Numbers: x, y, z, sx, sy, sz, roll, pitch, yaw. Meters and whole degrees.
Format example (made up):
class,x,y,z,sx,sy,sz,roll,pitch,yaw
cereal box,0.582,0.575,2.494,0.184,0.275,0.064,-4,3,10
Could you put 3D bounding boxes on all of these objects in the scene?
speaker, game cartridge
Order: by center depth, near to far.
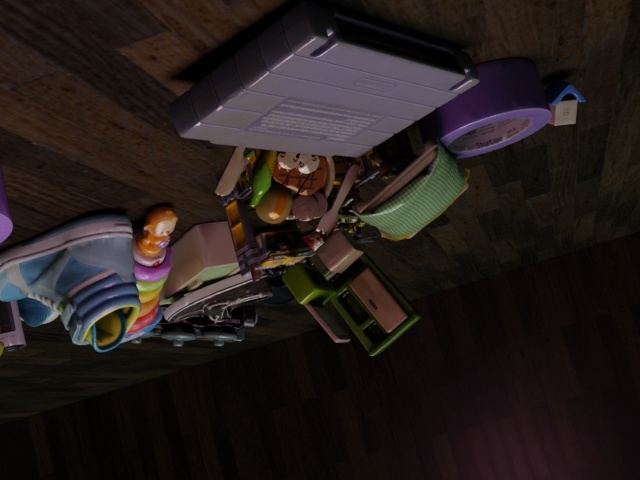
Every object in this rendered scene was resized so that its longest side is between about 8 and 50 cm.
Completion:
class,x,y,z,sx,sy,sz,roll,pitch,yaw
game cartridge,0.012,-0.182,1.197,0.230,0.068,0.355,-25,165,34
speaker,-0.562,0.128,1.744,0.055,0.136,0.055,-14,168,-3

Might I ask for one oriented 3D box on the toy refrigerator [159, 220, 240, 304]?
class,x,y,z,sx,sy,sz,roll,pitch,yaw
toy refrigerator,-0.237,0.050,1.902,0.102,0.094,0.269,-8,167,-33

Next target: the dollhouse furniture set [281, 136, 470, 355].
class,x,y,z,sx,sy,sz,roll,pitch,yaw
dollhouse furniture set,0.123,0.018,1.441,0.301,0.151,0.197,-42,163,11

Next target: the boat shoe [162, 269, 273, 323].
class,x,y,z,sx,sy,sz,roll,pitch,yaw
boat shoe,-0.199,0.121,1.900,0.219,0.070,0.078,-23,172,8

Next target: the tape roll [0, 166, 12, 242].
class,x,y,z,sx,sy,sz,roll,pitch,yaw
tape roll,-0.517,-0.032,1.179,0.274,0.090,0.275,-14,169,-3

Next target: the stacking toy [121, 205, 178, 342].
class,x,y,z,sx,sy,sz,roll,pitch,yaw
stacking toy,-0.317,0.038,1.692,0.175,0.166,0.302,-17,157,-44

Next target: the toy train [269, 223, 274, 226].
class,x,y,z,sx,sy,sz,roll,pitch,yaw
toy train,-0.085,-0.010,1.991,0.036,0.027,0.158,-6,170,5

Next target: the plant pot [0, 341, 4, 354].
class,x,y,z,sx,sy,sz,roll,pitch,yaw
plant pot,-0.589,0.099,1.407,0.228,0.207,0.227,-16,168,-3

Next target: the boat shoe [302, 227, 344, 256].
class,x,y,z,sx,sy,sz,roll,pitch,yaw
boat shoe,0.000,0.000,2.089,0.137,0.049,0.043,-13,165,-24

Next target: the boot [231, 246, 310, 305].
class,x,y,z,sx,sy,sz,roll,pitch,yaw
boot,-0.086,0.082,2.238,0.246,0.094,0.207,4,162,-42

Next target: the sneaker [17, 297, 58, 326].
class,x,y,z,sx,sy,sz,roll,pitch,yaw
sneaker,-0.514,0.108,1.814,0.092,0.087,0.228,-13,-175,-30

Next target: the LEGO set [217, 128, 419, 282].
class,x,y,z,sx,sy,sz,roll,pitch,yaw
LEGO set,0.007,-0.047,1.522,0.331,0.192,0.255,-5,164,-42

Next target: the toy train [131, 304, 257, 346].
class,x,y,z,sx,sy,sz,roll,pitch,yaw
toy train,-0.308,0.162,2.129,0.334,0.142,0.190,4,169,-13

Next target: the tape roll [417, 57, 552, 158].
class,x,y,z,sx,sy,sz,roll,pitch,yaw
tape roll,0.235,-0.189,1.438,0.189,0.080,0.189,-16,168,-3

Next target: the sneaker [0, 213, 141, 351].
class,x,y,z,sx,sy,sz,roll,pitch,yaw
sneaker,-0.423,0.098,1.610,0.319,0.208,0.127,-22,167,33

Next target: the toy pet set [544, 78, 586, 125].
class,x,y,z,sx,sy,sz,roll,pitch,yaw
toy pet set,0.347,-0.222,1.533,0.122,0.065,0.114,-8,-159,-19

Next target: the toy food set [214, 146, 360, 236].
class,x,y,z,sx,sy,sz,roll,pitch,yaw
toy food set,-0.036,-0.081,1.357,0.192,0.132,0.038,20,-168,-27
